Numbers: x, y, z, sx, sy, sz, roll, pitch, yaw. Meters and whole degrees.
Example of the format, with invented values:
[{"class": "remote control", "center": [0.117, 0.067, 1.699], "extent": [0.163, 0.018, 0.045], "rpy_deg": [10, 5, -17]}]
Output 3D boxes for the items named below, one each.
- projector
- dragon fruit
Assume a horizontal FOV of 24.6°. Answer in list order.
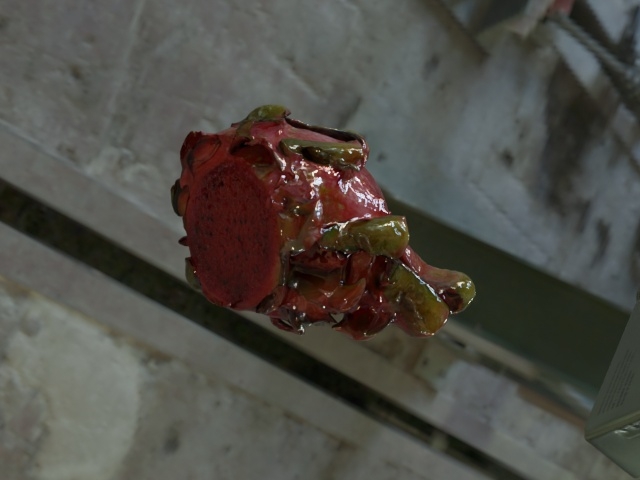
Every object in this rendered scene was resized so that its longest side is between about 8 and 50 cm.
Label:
[{"class": "projector", "center": [0.374, 0.095, 1.396], "extent": [0.192, 0.099, 0.256], "rpy_deg": [-35, -161, 52]}, {"class": "dragon fruit", "center": [0.000, 0.000, 0.921], "extent": [0.133, 0.208, 0.150], "rpy_deg": [119, -6, -51]}]
